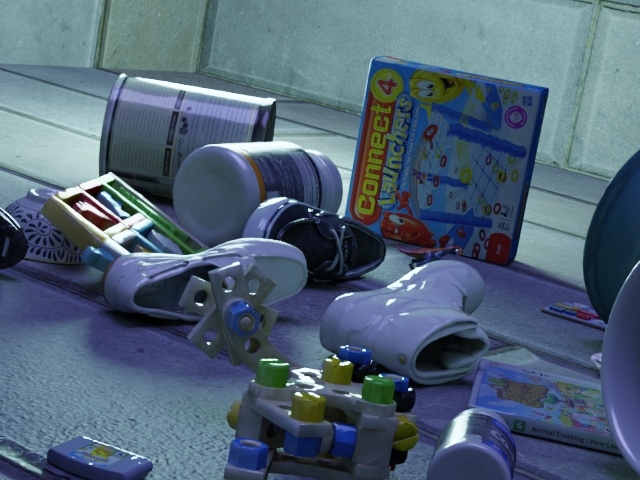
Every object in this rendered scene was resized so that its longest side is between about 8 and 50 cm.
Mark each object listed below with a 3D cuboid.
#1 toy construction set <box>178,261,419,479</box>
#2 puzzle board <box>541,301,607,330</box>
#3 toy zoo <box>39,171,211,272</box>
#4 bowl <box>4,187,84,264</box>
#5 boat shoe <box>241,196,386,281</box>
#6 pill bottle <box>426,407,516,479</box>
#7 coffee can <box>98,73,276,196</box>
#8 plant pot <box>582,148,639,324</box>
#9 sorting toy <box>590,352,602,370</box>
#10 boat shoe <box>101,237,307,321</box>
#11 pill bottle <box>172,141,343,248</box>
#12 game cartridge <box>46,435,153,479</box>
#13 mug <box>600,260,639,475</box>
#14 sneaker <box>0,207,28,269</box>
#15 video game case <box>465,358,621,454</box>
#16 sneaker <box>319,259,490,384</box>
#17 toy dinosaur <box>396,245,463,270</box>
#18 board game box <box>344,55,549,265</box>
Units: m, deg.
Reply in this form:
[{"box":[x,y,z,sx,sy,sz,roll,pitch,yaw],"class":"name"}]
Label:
[{"box":[-0.026,0.147,1.413,0.215,0.151,0.328,5,23,-21],"class":"toy construction set"},{"box":[0.410,0.114,2.238,0.128,0.011,0.096,17,14,30],"class":"puzzle board"},{"box":[-0.263,-0.007,2.004,0.192,0.030,0.293,37,14,3],"class":"toy zoo"},{"box":[-0.378,-0.027,2.073,0.170,0.080,0.170,9,12,-2],"class":"bowl"},{"box":[0.000,0.000,2.158,0.119,0.121,0.335,11,9,25],"class":"boat shoe"},{"box":[0.145,0.207,1.394,0.078,0.078,0.137,12,12,8],"class":"pill bottle"},{"box":[-0.229,-0.170,2.584,0.275,0.202,0.201,10,12,2],"class":"coffee can"},{"box":[0.588,0.054,1.981,0.341,0.341,0.334,3,22,-29],"class":"plant pot"},{"box":[0.395,0.160,1.937,0.075,0.045,0.083,1,13,-6],"class":"sorting toy"},{"box":[-0.128,0.061,1.844,0.277,0.098,0.096,-7,19,-28],"class":"boat shoe"},{"box":[-0.092,-0.075,2.344,0.162,0.162,0.278,17,13,30],"class":"pill bottle"},{"box":[-0.198,0.196,1.314,0.083,0.017,0.056,14,16,21],"class":"game cartridge"},{"box":[0.516,0.177,1.501,0.328,0.276,0.374,12,40,-29],"class":"mug"},{"box":[-0.484,-0.027,1.947,0.271,0.100,0.108,16,8,30],"class":"sneaker"},{"box":[0.271,0.191,1.718,0.193,0.023,0.212,12,12,8],"class":"video game case"},{"box":[0.155,0.109,1.841,0.169,0.108,0.292,21,25,36],"class":"sneaker"},{"box":[0.181,0.022,2.335,0.082,0.090,0.047,-39,13,-10],"class":"toy dinosaur"},{"box":[0.214,-0.141,2.561,0.301,0.308,0.086,13,14,16],"class":"board game box"}]
